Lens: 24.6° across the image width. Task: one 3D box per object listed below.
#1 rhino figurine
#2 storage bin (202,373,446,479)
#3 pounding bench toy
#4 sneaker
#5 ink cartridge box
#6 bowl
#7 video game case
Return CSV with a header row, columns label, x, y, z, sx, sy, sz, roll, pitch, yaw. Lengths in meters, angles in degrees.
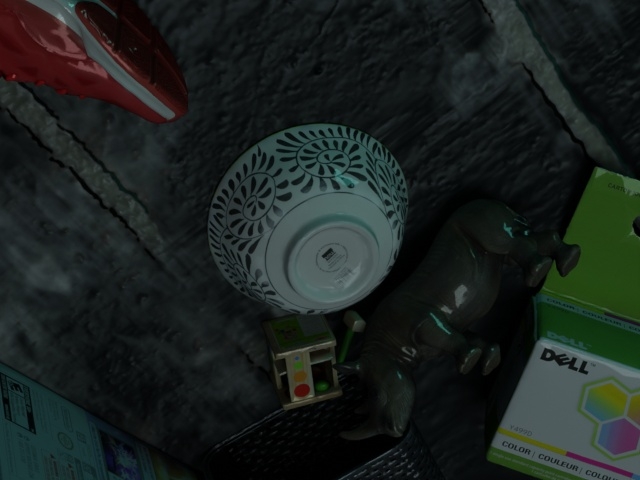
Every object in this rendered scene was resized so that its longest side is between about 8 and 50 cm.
label,x,y,z,sx,sy,sz,roll,pitch,yaw
rhino figurine,0.096,0.068,1.200,0.243,0.106,0.073,-50,150,-3
storage bin,0.003,0.201,1.252,0.180,0.122,0.084,-29,122,0
pounding bench toy,0.000,0.099,1.235,0.083,0.052,0.065,-13,121,-10
sneaker,-0.206,-0.135,1.041,0.128,0.087,0.221,-35,122,23
ink cartridge box,0.269,0.091,1.245,0.188,0.097,0.255,19,117,-1
bowl,0.000,0.000,1.164,0.170,0.080,0.170,-7,120,-12
video game case,-0.167,0.234,1.131,0.244,0.269,0.061,34,104,-29
